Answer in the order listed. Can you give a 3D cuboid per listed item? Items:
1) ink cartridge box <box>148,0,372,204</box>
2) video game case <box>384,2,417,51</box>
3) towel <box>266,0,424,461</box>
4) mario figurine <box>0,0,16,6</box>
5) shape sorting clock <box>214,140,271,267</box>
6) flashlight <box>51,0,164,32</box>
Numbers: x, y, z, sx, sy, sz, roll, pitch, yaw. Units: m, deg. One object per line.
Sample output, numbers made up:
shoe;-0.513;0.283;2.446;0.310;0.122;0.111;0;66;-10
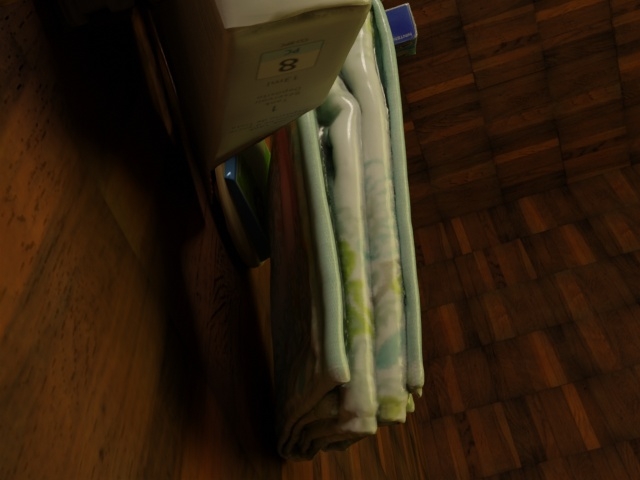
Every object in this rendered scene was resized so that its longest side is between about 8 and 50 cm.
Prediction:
ink cartridge box;-0.085;-0.218;0.617;0.385;0.091;0.308;129;-56;-76
video game case;0.025;-0.308;1.367;0.244;0.270;0.061;-54;128;-80
towel;0.000;0.000;0.736;0.320;0.090;0.374;116;-27;-68
mario figurine;-0.207;-0.230;0.263;0.198;0.170;0.320;37;-24;29
shape sorting clock;-0.088;-0.071;0.902;0.206;0.040;0.206;-11;90;-79
flashlight;-0.180;-0.291;0.516;0.103;0.103;0.304;-38;114;-55
